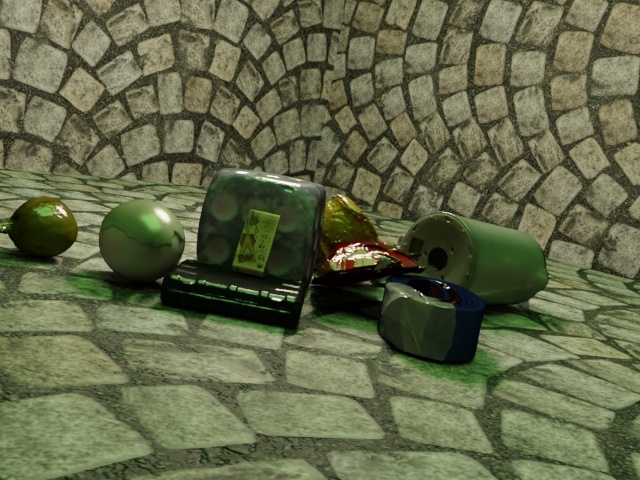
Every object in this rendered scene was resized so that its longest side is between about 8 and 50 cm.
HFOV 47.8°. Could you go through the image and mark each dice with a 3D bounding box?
[{"bbox_3d":[-0.139,-0.026,1.761,0.270,0.270,0.271,11,7,5],"label":"dice"}]

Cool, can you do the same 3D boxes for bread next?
[{"bbox_3d":[0.087,0.014,1.944,0.160,0.261,0.147,-28,40,-6],"label":"bread"}]

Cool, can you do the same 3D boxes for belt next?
[{"bbox_3d":[0.232,0.154,1.544,0.212,0.117,0.347,11,8,1],"label":"belt"}]

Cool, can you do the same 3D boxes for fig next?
[{"bbox_3d":[-0.647,-0.033,1.621,0.186,0.148,0.142,24,38,-53],"label":"fig"}]

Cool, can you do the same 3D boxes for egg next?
[{"bbox_3d":[-0.387,0.001,1.574,0.183,0.183,0.217,7,0,-24],"label":"egg"}]

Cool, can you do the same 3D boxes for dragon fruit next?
[{"bbox_3d":[0.108,0.054,1.751,0.282,0.100,0.343,-2,-7,-5],"label":"dragon fruit"}]

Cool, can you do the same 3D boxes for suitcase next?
[{"bbox_3d":[-0.176,0.108,1.521,0.285,0.066,0.206,11,8,0],"label":"suitcase"}]

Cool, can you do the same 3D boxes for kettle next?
[{"bbox_3d":[0.399,0.050,2.036,0.376,0.250,0.361,6,11,-42],"label":"kettle"}]

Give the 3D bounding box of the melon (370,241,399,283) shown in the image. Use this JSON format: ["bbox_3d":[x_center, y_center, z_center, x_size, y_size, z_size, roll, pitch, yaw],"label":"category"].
[{"bbox_3d":[0.195,0.072,2.112,0.093,0.139,0.202,-12,-5,38],"label":"melon"}]

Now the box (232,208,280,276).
[{"bbox_3d":[-0.140,0.004,1.580,0.073,0.149,0.020,12,-25,5],"label":"box"}]

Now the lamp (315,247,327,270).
[{"bbox_3d":[0.000,0.000,2.166,0.177,0.177,0.274,12,10,13],"label":"lamp"}]
